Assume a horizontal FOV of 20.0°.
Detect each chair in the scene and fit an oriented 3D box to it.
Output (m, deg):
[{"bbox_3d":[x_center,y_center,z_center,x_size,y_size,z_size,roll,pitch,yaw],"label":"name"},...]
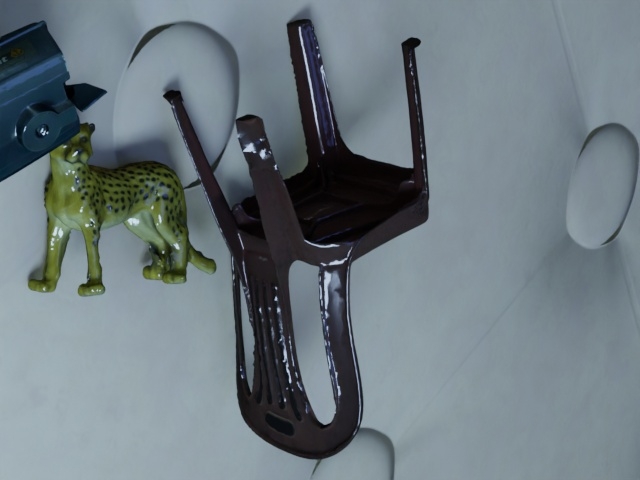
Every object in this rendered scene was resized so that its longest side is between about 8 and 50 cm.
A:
[{"bbox_3d":[0.000,0.000,1.557,0.183,0.175,0.326,-29,120,-32],"label":"chair"}]

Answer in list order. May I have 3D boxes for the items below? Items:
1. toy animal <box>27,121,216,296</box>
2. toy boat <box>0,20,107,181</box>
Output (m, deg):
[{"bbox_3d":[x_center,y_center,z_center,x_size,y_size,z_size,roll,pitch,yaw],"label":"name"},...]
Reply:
[{"bbox_3d":[-0.153,-0.029,1.447,0.181,0.073,0.136,-5,99,-46],"label":"toy animal"},{"bbox_3d":[-0.279,-0.070,1.275,0.246,0.103,0.093,-32,141,-24],"label":"toy boat"}]
